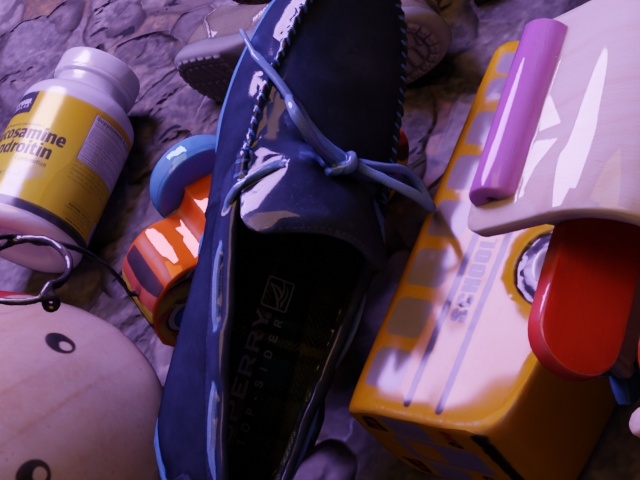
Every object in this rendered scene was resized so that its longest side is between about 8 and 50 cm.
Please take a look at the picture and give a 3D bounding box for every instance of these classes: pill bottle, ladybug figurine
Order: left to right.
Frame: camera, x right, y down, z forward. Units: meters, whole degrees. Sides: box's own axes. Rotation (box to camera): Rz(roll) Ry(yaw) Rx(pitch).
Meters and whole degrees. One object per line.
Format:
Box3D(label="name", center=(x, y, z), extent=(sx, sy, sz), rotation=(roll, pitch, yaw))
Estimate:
Box3D(label="ladybug figurine", center=(-0.326, 0.168, 0.754), extent=(0.449, 0.162, 0.305), rotation=(-18, 51, 19))
Box3D(label="pill bottle", center=(-0.223, -0.072, 0.905), extent=(0.103, 0.103, 0.184), rotation=(1, 59, 31))

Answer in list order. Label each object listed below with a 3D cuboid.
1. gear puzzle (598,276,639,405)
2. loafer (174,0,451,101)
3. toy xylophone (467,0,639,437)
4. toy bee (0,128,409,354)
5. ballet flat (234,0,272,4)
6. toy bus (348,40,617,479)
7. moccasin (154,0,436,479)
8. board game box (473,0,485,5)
Box3D(label="gear puzzle", center=(0.215, -0.050, 0.589), extent=(0.044, 0.175, 0.339), rotation=(-8, 53, 47))
Box3D(label="loafer", center=(-0.010, -0.175, 0.859), extent=(0.251, 0.094, 0.087), rotation=(0, 63, 31))
Box3D(label="toy xylophone", center=(0.211, 0.025, 0.456), extent=(0.236, 0.322, 0.081), rotation=(-60, 10, -26))
Box3D(label="toy bee", center=(-0.080, 0.006, 0.752), extent=(0.298, 0.162, 0.195), rotation=(-8, 47, -8))
Box3D(label="ballet flat", center=(0.026, -0.242, 0.826), extent=(0.249, 0.084, 0.058), rotation=(-31, 55, -30))
Box3D(label="toy bus", center=(0.146, -0.016, 0.645), extent=(0.130, 0.108, 0.333), rotation=(5, 61, 39))
Box3D(label="moccasin", center=(0.000, 0.000, 0.618), extent=(0.117, 0.137, 0.342), rotation=(177, 104, -69))
Box3D(label="board game box", center=(0.198, -0.274, 0.854), extent=(0.186, 0.026, 0.126), rotation=(-20, 50, 17))
